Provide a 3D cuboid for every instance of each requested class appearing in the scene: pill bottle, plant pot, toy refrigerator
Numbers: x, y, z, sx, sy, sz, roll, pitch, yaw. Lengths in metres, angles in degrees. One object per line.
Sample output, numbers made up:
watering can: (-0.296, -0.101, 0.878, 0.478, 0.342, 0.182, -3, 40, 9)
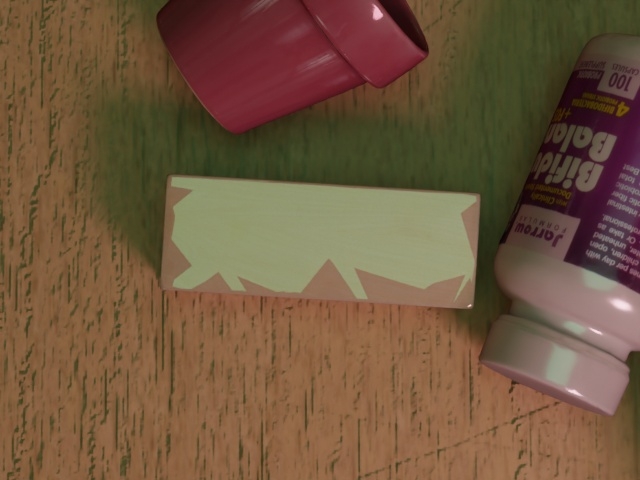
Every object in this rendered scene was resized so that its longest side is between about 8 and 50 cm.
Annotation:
pill bottle: (0.249, -0.011, 1.692, 0.169, 0.169, 0.301, 23, 84, 2)
plant pot: (-0.034, -0.193, 1.708, 0.180, 0.201, 0.201, -32, 85, 12)
toy refrigerator: (0.000, 0.000, 1.730, 0.269, 0.094, 0.102, 3, 91, 1)
